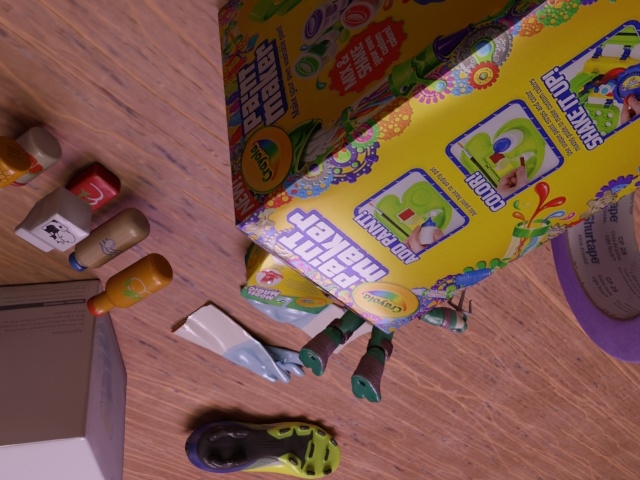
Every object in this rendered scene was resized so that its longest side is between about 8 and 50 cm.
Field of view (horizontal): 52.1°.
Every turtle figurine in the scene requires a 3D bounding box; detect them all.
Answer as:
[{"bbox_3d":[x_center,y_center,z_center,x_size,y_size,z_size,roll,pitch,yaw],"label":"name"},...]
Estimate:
[{"bbox_3d":[0.084,0.085,0.839,0.175,0.234,0.118,10,136,42],"label":"turtle figurine"}]

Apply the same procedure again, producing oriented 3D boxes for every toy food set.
[{"bbox_3d":[-0.270,-0.018,0.680,0.104,0.111,0.232,-30,136,18],"label":"toy food set"}]

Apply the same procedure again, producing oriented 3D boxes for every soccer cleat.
[{"bbox_3d":[-0.097,0.361,1.146,0.289,0.093,0.121,14,161,-30],"label":"soccer cleat"}]

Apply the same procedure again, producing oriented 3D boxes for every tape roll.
[{"bbox_3d":[0.347,-0.013,0.698,0.090,0.275,0.275,-6,136,-5],"label":"tape roll"}]

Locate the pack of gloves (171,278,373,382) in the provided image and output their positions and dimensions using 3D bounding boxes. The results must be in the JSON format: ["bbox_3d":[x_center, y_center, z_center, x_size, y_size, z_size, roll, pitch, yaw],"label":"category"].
[{"bbox_3d":[-0.061,0.142,0.938,0.195,0.046,0.232,-35,132,23],"label":"pack of gloves"}]

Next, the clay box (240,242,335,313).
[{"bbox_3d":[0.000,0.000,0.799,0.127,0.053,0.222,18,130,-29],"label":"clay box"}]

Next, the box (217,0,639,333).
[{"bbox_3d":[0.084,-0.137,0.504,0.279,0.290,0.177,-35,132,21],"label":"box"}]

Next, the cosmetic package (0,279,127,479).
[{"bbox_3d":[-0.329,0.209,0.820,0.138,0.225,0.224,-4,136,-8],"label":"cosmetic package"}]
